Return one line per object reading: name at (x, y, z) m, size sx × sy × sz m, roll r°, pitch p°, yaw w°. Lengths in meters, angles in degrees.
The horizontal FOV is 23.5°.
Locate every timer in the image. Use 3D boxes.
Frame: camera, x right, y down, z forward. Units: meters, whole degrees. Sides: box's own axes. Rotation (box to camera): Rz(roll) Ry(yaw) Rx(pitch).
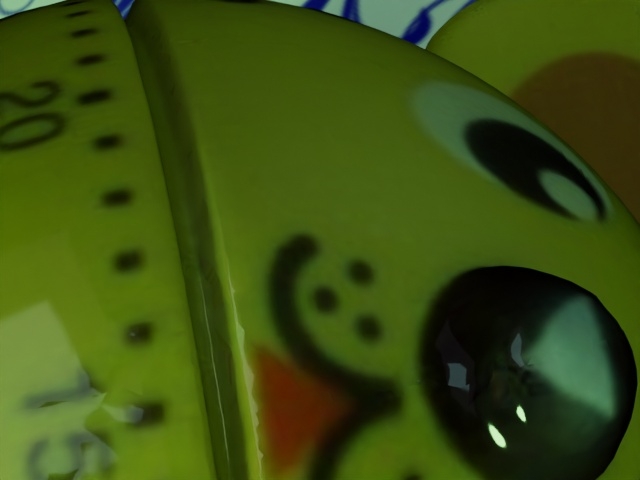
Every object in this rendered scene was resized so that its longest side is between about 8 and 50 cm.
timer at (0.002, 0.086, 0.473) m, size 0.386 × 0.376 × 0.376 m, roll -6°, pitch 51°, yaw -9°
